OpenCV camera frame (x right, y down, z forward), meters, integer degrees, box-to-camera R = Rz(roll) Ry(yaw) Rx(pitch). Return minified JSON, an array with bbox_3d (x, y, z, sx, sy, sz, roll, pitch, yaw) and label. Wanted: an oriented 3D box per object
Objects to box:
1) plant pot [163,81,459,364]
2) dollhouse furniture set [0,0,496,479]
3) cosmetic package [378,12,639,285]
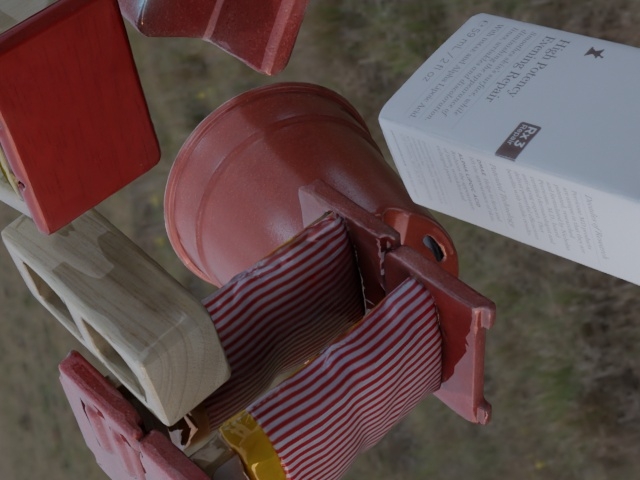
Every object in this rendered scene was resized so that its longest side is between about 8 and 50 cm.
[{"bbox_3d":[0.000,0.000,1.435,0.265,0.272,0.272,-133,32,-51],"label":"plant pot"},{"bbox_3d":[-0.035,0.005,0.654,0.152,0.201,0.374,38,154,32],"label":"dollhouse furniture set"},{"bbox_3d":[0.161,-0.056,0.790,0.231,0.117,0.085,20,149,42],"label":"cosmetic package"}]
